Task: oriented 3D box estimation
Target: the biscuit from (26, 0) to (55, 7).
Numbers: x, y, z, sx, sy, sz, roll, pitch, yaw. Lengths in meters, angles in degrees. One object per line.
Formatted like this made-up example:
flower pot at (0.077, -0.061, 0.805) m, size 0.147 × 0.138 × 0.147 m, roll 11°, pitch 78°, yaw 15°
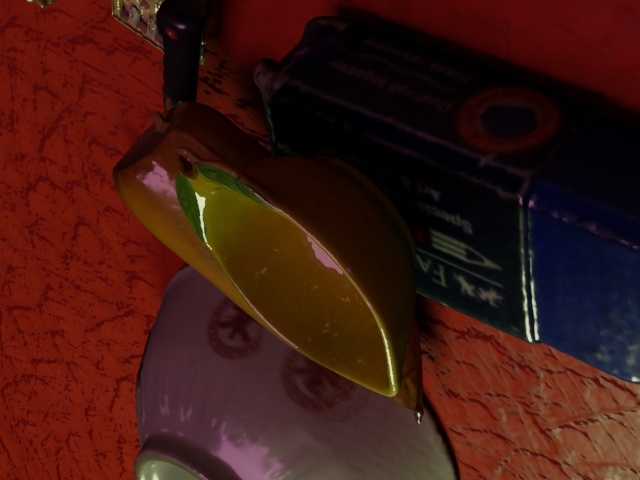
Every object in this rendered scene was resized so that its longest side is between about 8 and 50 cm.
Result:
biscuit at (-0.263, -0.284, 1.255) m, size 0.176 × 0.031 × 0.228 m, roll -8°, pitch 119°, yaw 54°

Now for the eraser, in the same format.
eraser at (0.107, -0.025, 1.037) m, size 0.332 × 0.101 × 0.155 m, roll 25°, pitch 143°, yaw 32°

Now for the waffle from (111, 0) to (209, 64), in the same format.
waffle at (-0.119, -0.194, 1.195) m, size 0.092 × 0.021 × 0.135 m, roll 37°, pitch 149°, yaw 18°

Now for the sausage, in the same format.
sausage at (-0.015, 0.025, 1.218) m, size 0.328 × 0.112 × 0.112 m, roll 43°, pitch 151°, yaw -21°

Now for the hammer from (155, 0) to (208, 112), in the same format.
hammer at (-0.110, -0.094, 1.257) m, size 0.111 × 0.033 × 0.288 m, roll 36°, pitch 153°, yaw 15°

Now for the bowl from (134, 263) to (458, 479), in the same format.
bowl at (-0.057, 0.192, 1.420) m, size 0.337 × 0.157 × 0.337 m, roll 30°, pitch 145°, yaw 24°

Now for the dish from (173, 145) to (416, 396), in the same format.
dish at (0.000, 0.000, 1.022) m, size 0.208 × 0.080 × 0.149 m, roll 51°, pitch 153°, yaw -12°
